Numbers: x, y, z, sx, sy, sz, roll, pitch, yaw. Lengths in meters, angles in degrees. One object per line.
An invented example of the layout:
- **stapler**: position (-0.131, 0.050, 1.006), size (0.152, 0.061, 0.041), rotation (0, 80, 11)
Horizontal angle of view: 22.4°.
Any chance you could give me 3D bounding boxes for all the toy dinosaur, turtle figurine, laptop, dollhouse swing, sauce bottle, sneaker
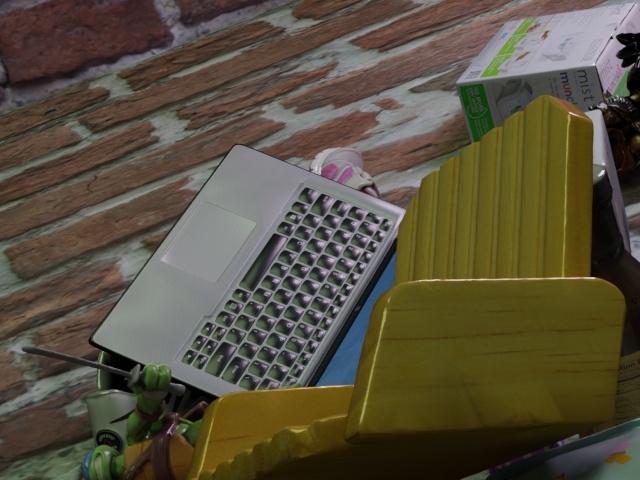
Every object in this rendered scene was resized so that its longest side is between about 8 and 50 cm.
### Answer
- **toy dinosaur**: position (0.457, -0.193, 2.214), size (0.164, 0.218, 0.322), rotation (28, 70, 9)
- **turtle figurine**: position (-0.149, 0.236, 1.698), size (0.266, 0.275, 0.198), rotation (-9, 58, 11)
- **laptop**: position (0.000, 0.000, 1.881), size (0.407, 0.236, 0.382), rotation (22, 49, 13)
- **dollhouse swing**: position (0.051, 0.051, 1.371), size (0.315, 0.305, 0.347), rotation (0, -18, -27)
- **sauce bottle**: position (0.271, 0.096, 1.493), size (0.111, 0.344, 0.111), rotation (-16, 19, 6)
- **sneaker**: position (-0.197, 0.153, 1.984), size (0.122, 0.146, 0.330), rotation (-13, 22, 17)
- **sneaker**: position (0.039, -0.056, 2.354), size (0.111, 0.103, 0.252), rotation (-6, 32, 18)

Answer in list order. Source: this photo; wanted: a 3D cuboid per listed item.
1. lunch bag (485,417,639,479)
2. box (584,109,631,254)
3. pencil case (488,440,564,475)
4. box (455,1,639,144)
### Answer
- **lunch bag**: position (0.290, 0.251, 1.275), size (0.262, 0.223, 0.160), rotation (-22, 13, -8)
- **box**: position (0.307, -0.038, 1.981), size (0.119, 0.182, 0.181), rotation (-12, 24, 13)
- **pencil case**: position (0.208, 0.180, 1.683), size (0.086, 0.088, 0.206), rotation (-17, 23, 8)
- **box**: position (0.367, -0.259, 2.515), size (0.231, 0.127, 0.262), rotation (-5, 26, 28)
